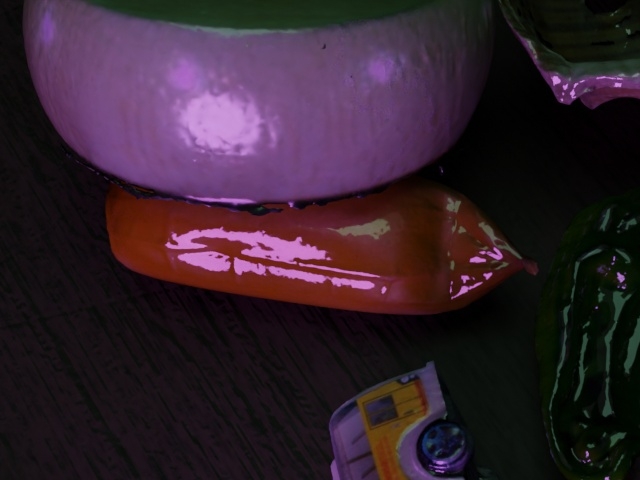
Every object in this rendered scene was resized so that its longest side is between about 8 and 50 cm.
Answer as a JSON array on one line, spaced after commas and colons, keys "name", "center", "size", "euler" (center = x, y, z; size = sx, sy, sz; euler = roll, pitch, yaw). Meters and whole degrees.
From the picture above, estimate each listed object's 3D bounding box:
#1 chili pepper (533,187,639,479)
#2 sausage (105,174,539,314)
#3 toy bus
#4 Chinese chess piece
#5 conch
[{"name": "chili pepper", "center": [0.201, 0.064, 1.308], "size": [0.100, 0.074, 0.257], "euler": [6, 62, 9]}, {"name": "sausage", "center": [0.002, -0.006, 1.359], "size": [0.328, 0.112, 0.112], "euler": [8, 58, 13]}, {"name": "toy bus", "center": [0.077, 0.216, 1.212], "size": [0.106, 0.092, 0.268], "euler": [-19, 56, 7]}, {"name": "Chinese chess piece", "center": [-0.045, -0.155, 1.370], "size": [0.349, 0.146, 0.349], "euler": [1, 29, -1]}, {"name": "conch", "center": [0.249, -0.188, 1.388], "size": [0.263, 0.186, 0.324], "euler": [-22, 58, -20]}]
